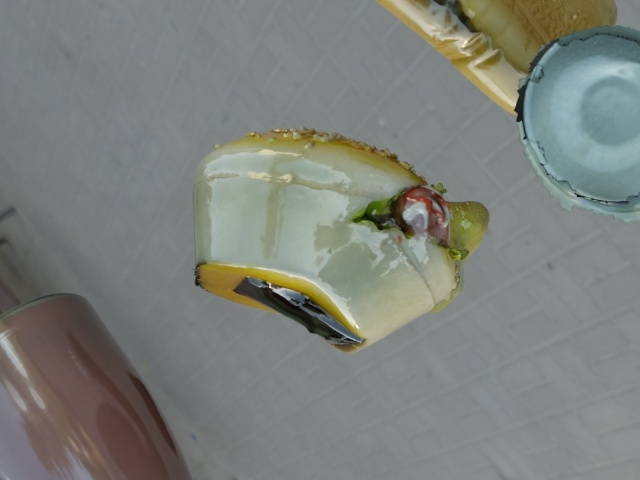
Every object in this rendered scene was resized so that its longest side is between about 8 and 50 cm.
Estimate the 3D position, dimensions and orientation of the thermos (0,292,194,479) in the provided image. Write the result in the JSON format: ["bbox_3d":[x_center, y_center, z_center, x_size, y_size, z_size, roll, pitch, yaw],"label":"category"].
[{"bbox_3d":[-0.173,0.192,0.800,0.265,0.146,0.176,50,132,19],"label":"thermos"}]

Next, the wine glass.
[{"bbox_3d":[0.284,-0.124,0.794,0.143,0.321,0.143,19,121,34],"label":"wine glass"}]

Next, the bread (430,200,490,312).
[{"bbox_3d":[0.065,0.027,1.079,0.160,0.233,0.088,118,138,-57],"label":"bread"}]

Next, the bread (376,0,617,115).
[{"bbox_3d":[0.109,-0.223,0.848,0.305,0.142,0.091,36,157,-18],"label":"bread"}]

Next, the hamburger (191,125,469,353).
[{"bbox_3d":[0.000,0.000,0.657,0.173,0.116,0.210,23,168,0],"label":"hamburger"}]
